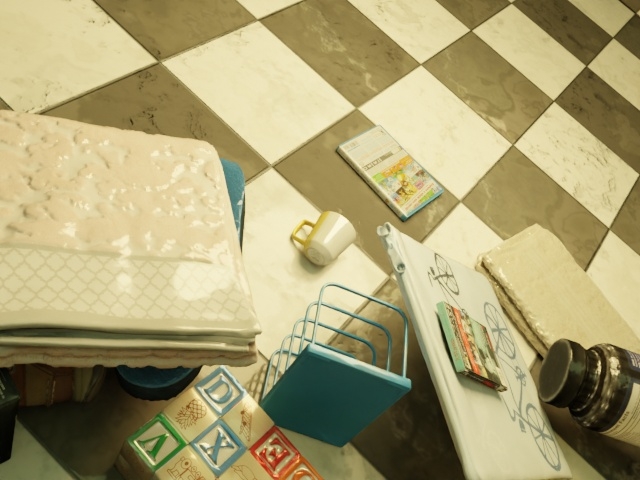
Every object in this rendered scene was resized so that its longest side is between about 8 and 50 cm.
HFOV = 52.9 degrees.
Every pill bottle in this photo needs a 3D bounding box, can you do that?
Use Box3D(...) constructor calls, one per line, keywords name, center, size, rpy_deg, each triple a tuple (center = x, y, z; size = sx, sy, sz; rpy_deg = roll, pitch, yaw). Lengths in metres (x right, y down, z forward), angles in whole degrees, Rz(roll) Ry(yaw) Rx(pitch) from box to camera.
Box3D(name="pill bottle", center=(0.423, 0.215, 0.887), size=(0.219, 0.123, 0.123), rpy_deg=(20, 49, 0))

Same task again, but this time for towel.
Box3D(name="towel", center=(0.386, 0.110, 1.043), size=(0.187, 0.049, 0.282), rpy_deg=(-22, 70, -36))
Box3D(name="towel", center=(-0.236, -0.018, 0.619), size=(0.332, 0.053, 0.317), rpy_deg=(6, 42, -29))

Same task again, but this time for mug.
Box3D(name="mug", center=(0.003, 0.003, 0.923), size=(0.064, 0.078, 0.062), rpy_deg=(-52, 121, -33))

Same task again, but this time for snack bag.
Box3D(name="snack bag", center=(0.200, 0.160, 0.817), size=(0.342, 0.037, 0.323), rpy_deg=(24, 43, -51))

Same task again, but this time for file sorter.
Box3D(name="file sorter", center=(0.014, 0.145, 0.742), size=(0.118, 0.170, 0.104), rpy_deg=(23, 46, -12))

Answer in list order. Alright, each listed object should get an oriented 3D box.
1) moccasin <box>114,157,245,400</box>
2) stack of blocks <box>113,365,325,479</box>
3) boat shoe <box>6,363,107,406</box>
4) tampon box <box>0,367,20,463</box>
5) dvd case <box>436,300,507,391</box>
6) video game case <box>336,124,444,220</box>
Box3D(name="moccasin", center=(-0.146, 0.046, 0.760), size=(0.138, 0.117, 0.342), rpy_deg=(18, 46, -4))
Box3D(name="stack of blocks", center=(-0.073, 0.296, 0.639), size=(0.297, 0.087, 0.171), rpy_deg=(47, 49, 10))
Box3D(name="boat shoe", center=(-0.324, 0.025, 0.687), size=(0.116, 0.123, 0.324), rpy_deg=(-10, 61, -31))
Box3D(name="tampon box", center=(-0.341, 0.142, 0.561), size=(0.101, 0.161, 0.120), rpy_deg=(-24, 71, -39))
Box3D(name="dvd case", center=(0.179, 0.126, 0.756), size=(0.119, 0.013, 0.087), rpy_deg=(29, 39, -46))
Box3D(name="video game case", center=(0.120, -0.118, 1.090), size=(0.166, 0.015, 0.119), rpy_deg=(48, 49, 11))
